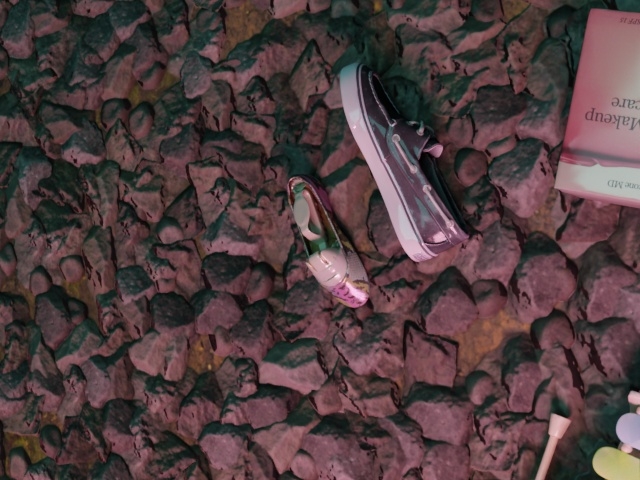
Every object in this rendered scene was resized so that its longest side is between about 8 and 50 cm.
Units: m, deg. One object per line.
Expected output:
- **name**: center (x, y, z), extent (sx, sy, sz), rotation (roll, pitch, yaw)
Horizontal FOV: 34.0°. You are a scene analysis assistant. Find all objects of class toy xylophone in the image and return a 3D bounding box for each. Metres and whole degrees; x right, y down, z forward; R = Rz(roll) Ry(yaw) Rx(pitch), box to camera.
- **toy xylophone**: center (0.362, 0.344, 1.309), extent (0.236, 0.081, 0.322), rotation (12, 81, 29)

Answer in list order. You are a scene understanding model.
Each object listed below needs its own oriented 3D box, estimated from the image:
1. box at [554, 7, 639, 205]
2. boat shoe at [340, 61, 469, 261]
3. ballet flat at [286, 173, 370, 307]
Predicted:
- **box**: center (0.399, -0.160, 1.312), extent (0.149, 0.127, 0.232), rotation (12, 93, 28)
- **boat shoe**: center (0.122, -0.125, 1.473), extent (0.102, 0.108, 0.301), rotation (-26, 78, 25)
- **ballet flat**: center (0.000, 0.000, 1.548), extent (0.077, 0.079, 0.221), rotation (-30, 74, 23)
